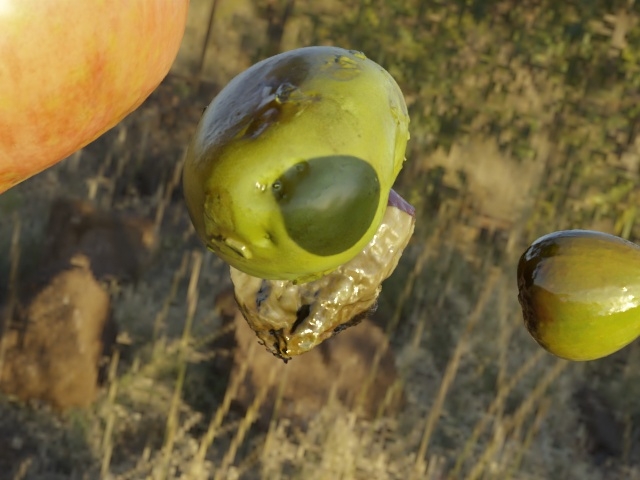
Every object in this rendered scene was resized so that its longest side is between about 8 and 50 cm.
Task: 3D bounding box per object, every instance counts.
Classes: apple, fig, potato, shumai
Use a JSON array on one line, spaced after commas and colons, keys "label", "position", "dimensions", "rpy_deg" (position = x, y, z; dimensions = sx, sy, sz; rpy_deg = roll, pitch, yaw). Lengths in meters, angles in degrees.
[{"label": "apple", "position": [-0.279, -0.199, 1.011], "dimensions": [0.364, 0.363, 0.364], "rpy_deg": [13, 13, -3]}, {"label": "fig", "position": [0.152, 0.029, 0.798], "dimensions": [0.088, 0.074, 0.074], "rpy_deg": [-9, 2, 27]}, {"label": "potato", "position": [-0.019, -0.064, 1.099], "dimensions": [0.148, 0.186, 0.253], "rpy_deg": [31, 7, -17]}, {"label": "shumai", "position": [-0.002, -0.003, 1.642], "dimensions": [0.184, 0.185, 0.218], "rpy_deg": [33, 35, 20]}]
